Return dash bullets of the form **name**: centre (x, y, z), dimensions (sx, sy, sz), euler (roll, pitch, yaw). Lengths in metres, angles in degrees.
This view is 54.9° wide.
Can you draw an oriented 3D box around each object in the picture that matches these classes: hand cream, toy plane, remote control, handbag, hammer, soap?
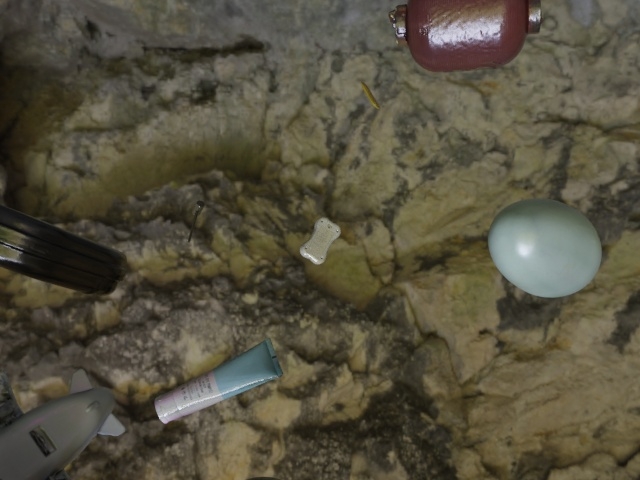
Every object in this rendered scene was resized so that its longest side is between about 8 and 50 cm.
- **hand cream**: centre (-0.246, 0.346, 1.498), dimensions (0.312, 0.070, 0.111), euler (-23, -129, -1)
- **toy plane**: centre (-0.437, 0.317, 0.964), dimensions (0.267, 0.266, 0.123), euler (-16, 165, -40)
- **remote control**: centre (0.000, 0.000, 1.610), dimensions (0.074, 0.122, 0.032), euler (34, 162, -7)
- **handbag**: centre (-0.491, 0.014, 1.086), dimensions (0.254, 0.093, 0.308), euler (16, 171, 32)
- **hammer**: centre (-0.275, -0.038, 1.333), dimensions (0.019, 0.035, 0.110), euler (22, -135, -16)
- **soap**: centre (0.127, -0.371, 1.575), dimensions (0.034, 0.012, 0.089), euler (15, -136, -56)

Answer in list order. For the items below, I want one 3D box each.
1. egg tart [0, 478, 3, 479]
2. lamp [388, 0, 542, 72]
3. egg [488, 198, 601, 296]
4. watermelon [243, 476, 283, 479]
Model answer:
- **egg tart**: centre (-0.511, 0.381, 0.708), dimensions (0.352, 0.351, 0.150), euler (3, -154, -2)
- **lamp**: centre (0.251, -0.383, 1.075), dimensions (0.258, 0.180, 0.180), euler (1, -161, 18)
- **egg**: centre (0.531, 0.015, 1.464), dimensions (0.230, 0.229, 0.371), euler (24, -177, 43)
- **watermelon**: centre (-0.123, 0.599, 1.266), dimensions (0.212, 0.212, 0.212), euler (3, -159, -1)
